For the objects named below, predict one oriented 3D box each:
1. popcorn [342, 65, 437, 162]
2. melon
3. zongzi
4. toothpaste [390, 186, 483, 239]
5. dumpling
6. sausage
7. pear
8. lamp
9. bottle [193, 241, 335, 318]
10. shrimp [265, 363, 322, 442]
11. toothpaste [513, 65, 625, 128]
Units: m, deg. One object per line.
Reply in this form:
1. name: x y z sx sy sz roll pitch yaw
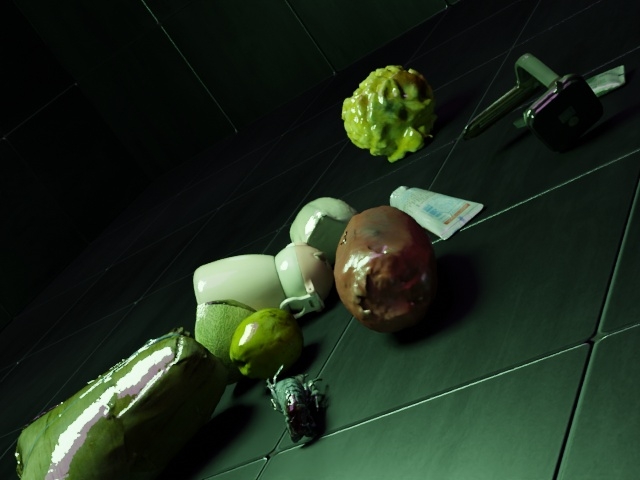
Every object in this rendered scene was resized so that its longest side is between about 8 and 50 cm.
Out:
1. popcorn: 0.156 -0.277 2.511 0.218 0.189 0.169 -46 9 -13
2. melon: -0.135 0.174 1.863 0.079 0.160 0.128 -5 58 31
3. zongzi: -0.286 0.308 1.655 0.356 0.174 0.393 -37 17 3
4. toothpaste: 0.191 -0.053 1.969 0.089 0.057 0.234 -40 21 -10
5. dumpling: 0.001 -0.001 2.137 0.166 0.126 0.216 -60 20 12
6. sausage: 0.098 0.039 1.690 0.152 0.152 0.279 -33 16 11
7. pear: -0.081 0.162 1.793 0.131 0.107 0.107 -29 8 -36
8. lamp: 0.341 -0.224 1.955 0.203 0.124 0.283 -44 23 7
9. bottle: -0.088 0.082 1.974 0.236 0.147 0.147 -19 16 2
10. shrimp: -0.031 0.214 1.587 0.082 0.076 0.174 -14 14 -4
11. toothpaste: 0.444 -0.252 2.043 0.218 0.041 0.064 -25 29 29
